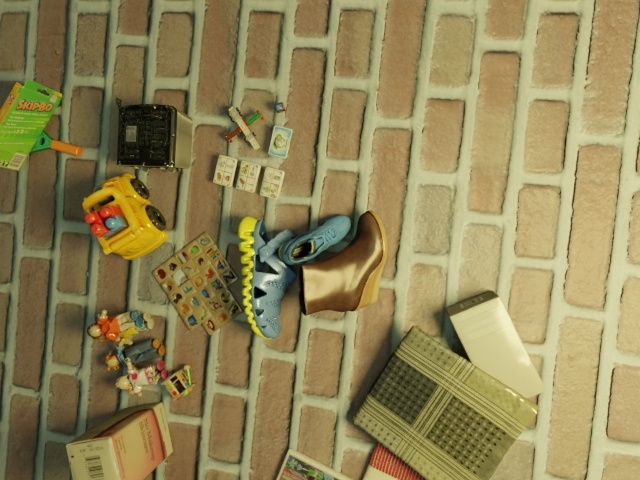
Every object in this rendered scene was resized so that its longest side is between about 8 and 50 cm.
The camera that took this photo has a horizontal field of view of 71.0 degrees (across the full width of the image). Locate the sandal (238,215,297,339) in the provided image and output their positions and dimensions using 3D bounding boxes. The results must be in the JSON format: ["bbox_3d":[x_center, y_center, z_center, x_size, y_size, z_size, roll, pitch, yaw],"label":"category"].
[{"bbox_3d":[-0.125,0.091,1.133,0.139,0.126,0.316,-5,91,7],"label":"sandal"}]

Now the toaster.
[{"bbox_3d":[-0.440,-0.275,1.189,0.168,0.110,0.185,3,92,10],"label":"toaster"}]

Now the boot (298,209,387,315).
[{"bbox_3d":[0.051,0.053,1.066,0.207,0.090,0.248,-2,98,-28],"label":"boot"}]

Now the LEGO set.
[{"bbox_3d":[-0.167,-0.249,1.182,0.183,0.060,0.244,15,101,5],"label":"LEGO set"}]

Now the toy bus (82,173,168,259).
[{"bbox_3d":[-0.530,-0.070,1.152,0.150,0.211,0.220,-30,83,5],"label":"toy bus"}]

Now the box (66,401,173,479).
[{"bbox_3d":[-0.502,0.532,1.147,0.127,0.232,0.148,-14,88,10],"label":"box"}]

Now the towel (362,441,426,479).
[{"bbox_3d":[0.216,0.648,1.118,0.237,0.037,0.328,20,93,12],"label":"towel"}]

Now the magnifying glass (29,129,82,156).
[{"bbox_3d":[-0.795,-0.284,1.298,0.231,0.026,0.092,16,93,9],"label":"magnifying glass"}]

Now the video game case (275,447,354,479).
[{"bbox_3d":[-0.025,0.668,1.168,0.202,0.023,0.183,23,95,10],"label":"video game case"}]

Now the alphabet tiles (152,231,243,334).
[{"bbox_3d":[-0.321,0.128,1.224,0.198,0.009,0.237,-36,85,9],"label":"alphabet tiles"}]

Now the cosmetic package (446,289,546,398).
[{"bbox_3d":[0.403,0.251,1.045,0.127,0.107,0.237,-24,89,11],"label":"cosmetic package"}]

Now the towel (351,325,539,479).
[{"bbox_3d":[0.276,0.402,1.040,0.324,0.056,0.312,34,106,20],"label":"towel"}]

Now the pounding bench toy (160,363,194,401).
[{"bbox_3d":[-0.371,0.383,1.213,0.083,0.052,0.065,-38,84,9],"label":"pounding bench toy"}]

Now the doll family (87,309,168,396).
[{"bbox_3d":[-0.524,0.289,1.225,0.163,0.118,0.262,-17,106,4],"label":"doll family"}]

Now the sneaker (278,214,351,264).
[{"bbox_3d":[0.000,0.000,1.089,0.210,0.082,0.069,-28,104,-21],"label":"sneaker"}]

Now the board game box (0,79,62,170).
[{"bbox_3d":[-0.824,-0.316,1.230,0.039,0.124,0.259,38,96,10],"label":"board game box"}]
